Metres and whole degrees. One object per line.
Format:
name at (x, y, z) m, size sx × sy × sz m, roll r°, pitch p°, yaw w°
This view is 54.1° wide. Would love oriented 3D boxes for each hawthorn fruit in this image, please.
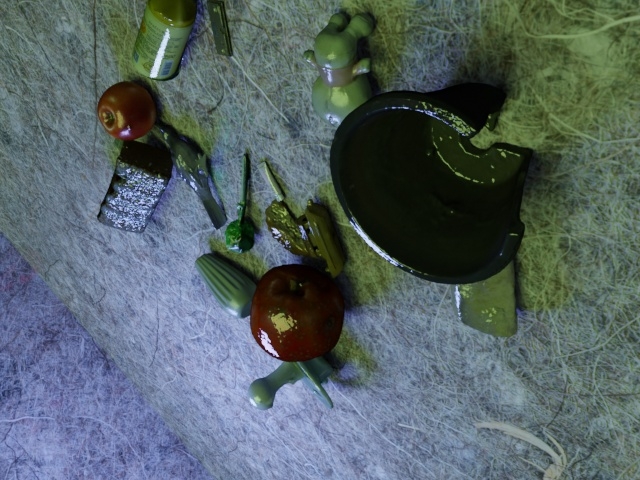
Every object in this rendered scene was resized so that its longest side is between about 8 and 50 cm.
hawthorn fruit at (-0.066, 0.190, 1.709) m, size 0.275 × 0.275 × 0.299 m, roll 28°, pitch 146°, yaw 24°

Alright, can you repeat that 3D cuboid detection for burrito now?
burrito at (0.343, 0.070, 1.344) m, size 0.143 × 0.105 × 0.299 m, roll 9°, pitch 127°, yaw 34°

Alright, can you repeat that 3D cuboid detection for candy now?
candy at (-0.220, -0.102, 1.767) m, size 0.097 × 0.097 × 0.323 m, roll 28°, pitch 129°, yaw 24°

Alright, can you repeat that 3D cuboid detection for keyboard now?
keyboard at (-0.237, -0.498, 1.476) m, size 0.049 × 0.015 × 0.129 m, roll 24°, pitch 137°, yaw 35°

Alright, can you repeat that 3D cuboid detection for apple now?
apple at (-0.551, -0.365, 1.781) m, size 0.163 × 0.139 × 0.163 m, roll 29°, pitch 133°, yaw 36°

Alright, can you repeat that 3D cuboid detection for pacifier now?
pacifier at (-0.115, 0.419, 1.962) m, size 0.343 × 0.269 × 0.288 m, roll 56°, pitch 166°, yaw -5°

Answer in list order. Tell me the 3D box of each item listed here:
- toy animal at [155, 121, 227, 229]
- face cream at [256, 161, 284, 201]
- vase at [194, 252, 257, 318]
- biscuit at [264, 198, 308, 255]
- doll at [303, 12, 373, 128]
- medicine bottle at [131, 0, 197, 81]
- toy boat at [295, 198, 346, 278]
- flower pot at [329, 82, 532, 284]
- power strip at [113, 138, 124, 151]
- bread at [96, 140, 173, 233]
toy animal at (-0.357, -0.196, 1.785) m, size 0.367 × 0.081 × 0.206 m, roll 59°, pitch 163°, yaw -11°
face cream at (-0.132, -0.156, 1.665) m, size 0.038 × 0.020 × 0.115 m, roll -17°, pitch 106°, yaw 47°
vase at (-0.302, 0.136, 2.003) m, size 0.248 × 0.128 × 0.128 m, roll 41°, pitch 143°, yaw 23°
biscuit at (-0.087, -0.017, 1.712) m, size 0.183 × 0.061 × 0.118 m, roll 42°, pitch 143°, yaw 6°
doll at (0.038, -0.324, 1.282) m, size 0.155 × 0.113 × 0.274 m, roll 23°, pitch 135°, yaw 25°
medicine bottle at (-0.377, -0.505, 1.520) m, size 0.124 × 0.124 × 0.239 m, roll 46°, pitch 141°, yaw 2°
toy boat at (0.000, 0.000, 1.626) m, size 0.088 × 0.068 × 0.225 m, roll -11°, pitch 121°, yaw 18°
flower pot at (0.228, -0.137, 1.152) m, size 0.379 × 0.251 × 0.379 m, roll 25°, pitch 139°, yaw 24°
power strip at (-0.623, -0.329, 1.983) m, size 0.051 × 0.019 × 0.136 m, roll 49°, pitch 142°, yaw 2°
bread at (-0.593, -0.155, 1.989) m, size 0.165 × 0.113 × 0.416 m, roll 18°, pitch 147°, yaw -19°
